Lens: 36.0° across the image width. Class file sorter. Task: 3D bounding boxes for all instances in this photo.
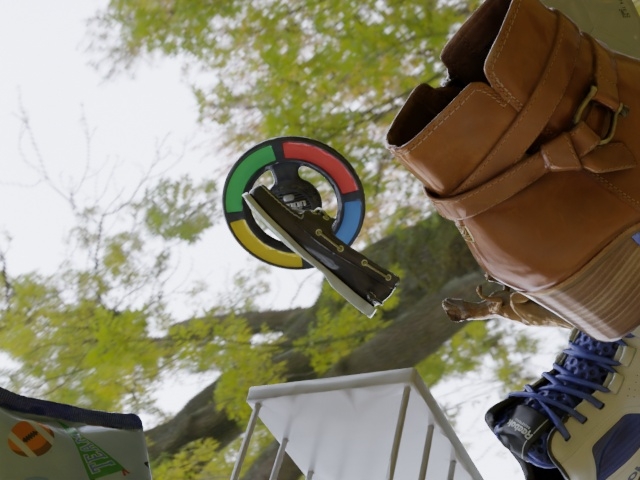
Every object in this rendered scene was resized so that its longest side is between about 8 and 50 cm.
[{"bbox_3d":[0.050,0.293,1.025,0.278,0.192,0.173,58,-145,-36],"label":"file sorter"}]

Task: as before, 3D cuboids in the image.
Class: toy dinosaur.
[{"bbox_3d":[0.242,0.074,1.084,0.064,0.211,0.112,-25,-57,-54],"label":"toy dinosaur"}]

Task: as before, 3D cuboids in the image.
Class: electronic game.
[{"bbox_3d":[-0.043,-0.056,1.553,0.229,0.229,0.048,42,-157,-14],"label":"electronic game"}]

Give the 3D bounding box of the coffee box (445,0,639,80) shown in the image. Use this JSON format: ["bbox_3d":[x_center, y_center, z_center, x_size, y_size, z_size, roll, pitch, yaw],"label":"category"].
[{"bbox_3d":[0.239,-0.170,1.118,0.118,0.297,0.168,-9,-115,-16],"label":"coffee box"}]

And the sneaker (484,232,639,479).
[{"bbox_3d":[0.266,0.146,0.951,0.182,0.127,0.316,-1,-73,-33],"label":"sneaker"}]

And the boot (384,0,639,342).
[{"bbox_3d":[0.187,-0.098,0.646,0.220,0.109,0.283,39,-90,-23],"label":"boot"}]

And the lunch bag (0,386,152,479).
[{"bbox_3d":[-0.324,0.379,0.906,0.239,0.385,0.328,23,-150,-34],"label":"lunch bag"}]

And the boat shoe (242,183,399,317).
[{"bbox_3d":[0.000,0.000,1.265,0.227,0.081,0.069,42,-90,-1],"label":"boat shoe"}]
